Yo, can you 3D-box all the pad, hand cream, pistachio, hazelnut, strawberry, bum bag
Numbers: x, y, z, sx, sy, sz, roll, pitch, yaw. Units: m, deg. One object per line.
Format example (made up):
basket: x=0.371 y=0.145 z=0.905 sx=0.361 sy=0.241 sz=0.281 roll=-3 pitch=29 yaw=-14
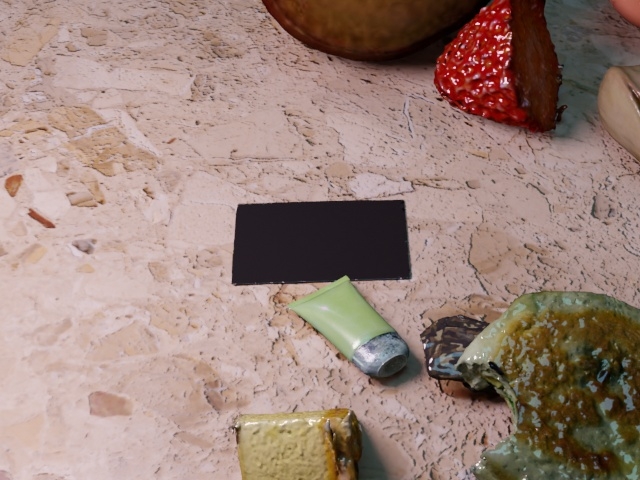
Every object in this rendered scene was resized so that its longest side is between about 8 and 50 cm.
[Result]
pad: x=0.000 y=0.000 z=1.761 sx=0.243 sy=0.004 sz=0.163 roll=-1 pitch=43 yaw=2
hand cream: x=0.043 y=0.111 z=1.616 sx=0.095 sy=0.046 sz=0.175 roll=-27 pitch=42 yaw=-21
pistachio: x=0.482 y=-0.177 z=1.825 sx=0.129 sy=0.131 sz=0.206 roll=-47 pitch=45 yaw=17
hazelnut: x=0.096 y=-0.460 z=1.995 sx=0.421 sy=0.421 sz=0.352 roll=-28 pitch=88 yaw=-23
strawberry: x=0.254 y=-0.267 z=1.893 sx=0.178 sy=0.234 sz=0.234 roll=-6 pitch=40 yaw=28
bum bag: x=0.239 y=0.152 z=1.541 sx=0.248 sy=0.069 sz=0.102 roll=11 pitch=30 yaw=13

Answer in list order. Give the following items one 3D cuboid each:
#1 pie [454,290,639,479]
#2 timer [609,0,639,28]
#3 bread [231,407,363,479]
pie: x=0.303 y=0.189 z=1.452 sx=0.303 sy=0.067 sz=0.302 roll=4 pitch=61 yaw=-7
timer: x=0.566 y=-0.446 z=2.028 sx=0.230 sy=0.229 sz=0.215 roll=19 pitch=39 yaw=22
bread: x=-0.022 y=0.242 z=1.471 sx=0.147 sy=0.127 sz=0.152 roll=-3 pitch=11 yaw=3
